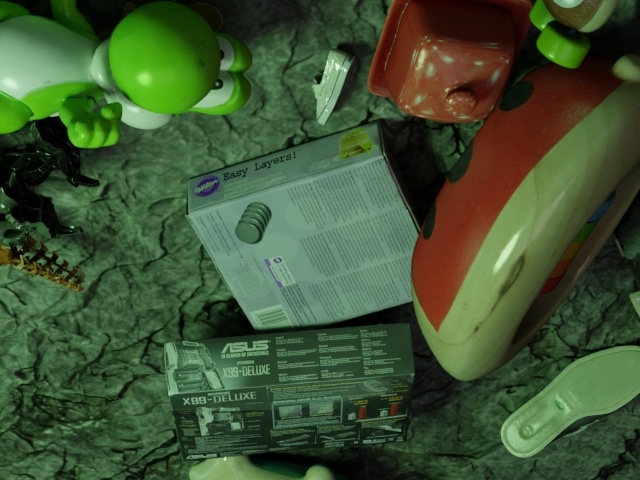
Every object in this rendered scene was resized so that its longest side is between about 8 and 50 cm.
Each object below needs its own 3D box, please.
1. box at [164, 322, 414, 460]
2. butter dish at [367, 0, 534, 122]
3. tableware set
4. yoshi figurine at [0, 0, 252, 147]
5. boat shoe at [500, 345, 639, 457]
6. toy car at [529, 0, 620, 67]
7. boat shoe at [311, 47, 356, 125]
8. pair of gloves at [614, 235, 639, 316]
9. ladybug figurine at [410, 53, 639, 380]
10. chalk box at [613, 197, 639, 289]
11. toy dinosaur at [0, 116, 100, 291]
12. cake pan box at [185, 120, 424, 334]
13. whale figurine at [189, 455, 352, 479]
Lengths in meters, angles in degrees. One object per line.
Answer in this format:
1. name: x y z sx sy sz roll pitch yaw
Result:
1. box: -0.039 0.197 2.131 0.307 0.077 0.242 -5 153 -2
2. butter dish: 0.144 -0.181 1.793 0.159 0.118 0.160 7 134 -12
3. tableware set: -0.145 -0.247 1.760 0.104 0.024 0.154 21 129 -25
4. yoshi figurine: -0.249 -0.185 1.680 0.362 0.203 0.204 0 120 -2
5. boat shoe: 0.351 0.211 2.256 0.233 0.084 0.079 -34 168 16
6. toy car: 0.212 -0.293 1.685 0.188 0.149 0.155 23 117 -11
7. boat shoe: 0.008 -0.172 1.851 0.035 0.035 0.100 27 136 5
8. pair of gloves: 0.479 0.020 2.087 0.204 0.042 0.240 -17 135 10
9. ladybug figurine: 0.233 -0.039 1.865 0.162 0.305 0.449 39 124 15
10. chalk box: 0.509 -0.033 1.914 0.179 0.180 0.289 29 115 -23
11. toy dinosaur: -0.376 -0.054 1.875 0.218 0.164 0.322 -18 155 32
12. cake pan box: 0.000 0.000 1.995 0.245 0.070 0.267 -16 134 13
13. whale figurine: -0.047 0.363 2.331 0.272 0.141 0.216 37 124 -6
